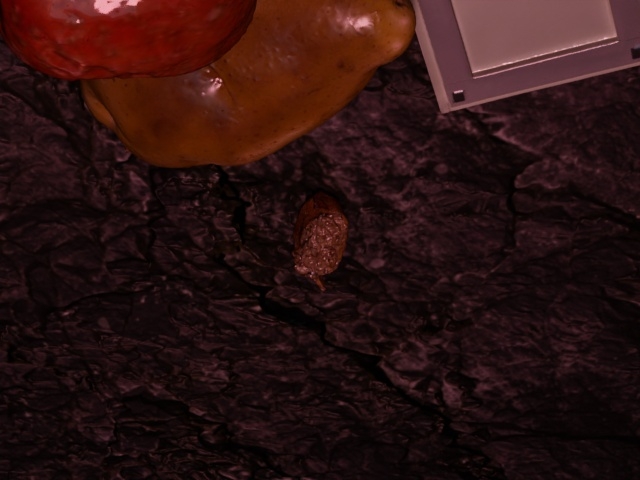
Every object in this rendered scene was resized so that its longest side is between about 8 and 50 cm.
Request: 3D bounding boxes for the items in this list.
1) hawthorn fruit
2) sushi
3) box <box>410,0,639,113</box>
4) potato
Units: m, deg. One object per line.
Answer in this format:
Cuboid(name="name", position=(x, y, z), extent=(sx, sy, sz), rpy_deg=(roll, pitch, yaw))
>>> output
Cuboid(name="hawthorn fruit", position=(-0.170, -0.250, 1.507), extent=(0.258, 0.262, 0.258), rpy_deg=(37, 156, 20))
Cuboid(name="sushi", position=(0.000, 0.000, 1.950), extent=(0.052, 0.055, 0.120), rpy_deg=(7, 132, -15))
Cuboid(name="box", position=(0.194, -0.260, 1.689), extent=(0.225, 0.117, 0.225), rpy_deg=(-13, 129, 10))
Cuboid(name="potato", position=(-0.079, -0.181, 1.696), extent=(0.369, 0.195, 0.176), rpy_deg=(-19, 165, 32))
